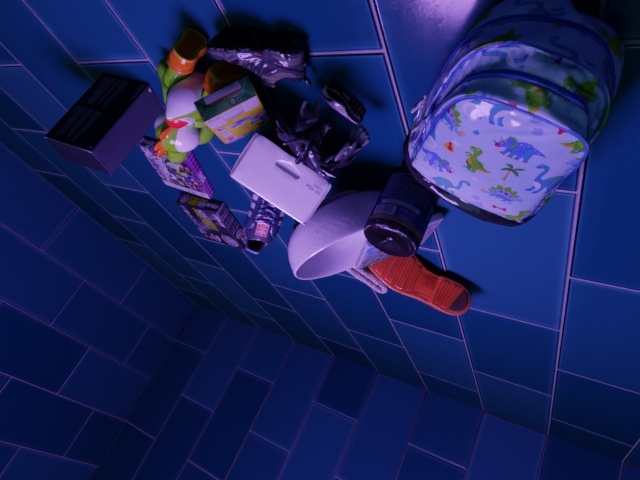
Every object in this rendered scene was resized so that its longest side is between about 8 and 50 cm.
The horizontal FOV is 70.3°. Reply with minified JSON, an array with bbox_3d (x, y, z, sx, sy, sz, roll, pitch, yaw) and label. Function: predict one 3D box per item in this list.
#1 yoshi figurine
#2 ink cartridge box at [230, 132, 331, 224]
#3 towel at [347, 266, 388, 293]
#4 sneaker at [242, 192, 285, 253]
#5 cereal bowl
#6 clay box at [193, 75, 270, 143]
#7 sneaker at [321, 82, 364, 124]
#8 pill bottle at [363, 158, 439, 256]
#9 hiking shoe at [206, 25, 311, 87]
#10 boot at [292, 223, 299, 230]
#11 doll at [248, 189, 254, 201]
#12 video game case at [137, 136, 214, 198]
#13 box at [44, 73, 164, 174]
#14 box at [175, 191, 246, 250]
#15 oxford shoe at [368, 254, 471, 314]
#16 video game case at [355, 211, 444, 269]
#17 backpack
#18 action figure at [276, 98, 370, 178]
[{"bbox_3d":[-0.310,-0.341,1.129,0.202,0.204,0.362,-5,158,-34],"label":"yoshi figurine"},{"bbox_3d":[-0.100,-0.158,1.123,0.207,0.117,0.283,33,-174,-10],"label":"ink cartridge box"},{"bbox_3d":[0.092,0.053,1.446,0.282,0.049,0.187,36,-163,-17],"label":"towel"},{"bbox_3d":[-0.162,-0.081,1.383,0.131,0.148,0.350,16,143,-5],"label":"sneaker"},{"bbox_3d":[0.066,-0.031,1.185,0.339,0.338,0.141,112,138,-66],"label":"cereal bowl"},{"bbox_3d":[-0.190,-0.286,1.031,0.053,0.127,0.222,64,-179,1],"label":"clay box"},{"bbox_3d":[0.048,-0.288,0.962,0.109,0.040,0.043,42,168,-19],"label":"sneaker"},{"bbox_3d":[0.188,-0.084,0.986,0.122,0.219,0.123,23,156,11],"label":"pill bottle"},{"bbox_3d":[-0.130,-0.362,0.932,0.226,0.086,0.114,17,151,21],"label":"hiking shoe"},{"bbox_3d":[0.000,0.000,1.568,0.219,0.082,0.106,34,178,-23],"label":"boot"},{"bbox_3d":[-0.182,-0.148,1.465,0.129,0.046,0.189,-4,142,38],"label":"doll"},{"bbox_3d":[-0.505,-0.253,1.604,0.210,0.042,0.232,18,154,17],"label":"video game case"},{"bbox_3d":[-0.598,-0.331,1.275,0.184,0.261,0.103,18,154,23],"label":"box"},{"bbox_3d":[-0.434,-0.077,1.860,0.216,0.060,0.270,16,154,26],"label":"box"},{"bbox_3d":[0.284,0.125,1.430,0.363,0.130,0.133,33,171,4],"label":"oxford shoe"},{"bbox_3d":[0.201,0.006,1.194,0.193,0.212,0.023,99,149,-70],"label":"video game case"},{"bbox_3d":[0.286,-0.181,0.700,0.290,0.273,0.356,32,145,7],"label":"backpack"},{"bbox_3d":[0.006,-0.213,0.950,0.164,0.141,0.275,39,-167,3],"label":"action figure"}]
